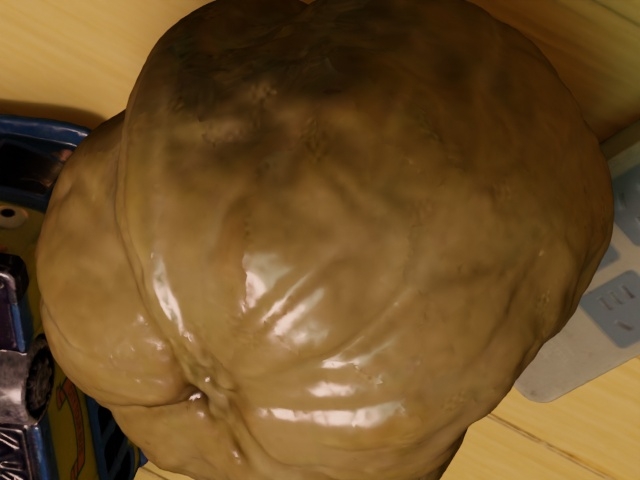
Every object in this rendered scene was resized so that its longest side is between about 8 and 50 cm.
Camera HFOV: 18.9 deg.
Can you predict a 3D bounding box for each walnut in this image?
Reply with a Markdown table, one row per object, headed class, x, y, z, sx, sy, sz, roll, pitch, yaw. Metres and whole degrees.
| class | x | y | z | sx | sy | sz | roll | pitch | yaw |
| --- | --- | --- | --- | --- | --- | --- | --- | --- | --- |
| walnut | -0.002 | 0.001 | 1.001 | 0.253 | 0.277 | 0.282 | 38 | 126 | 1 |

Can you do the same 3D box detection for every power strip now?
| class | x | y | z | sx | sy | sz | roll | pitch | yaw |
| --- | --- | --- | --- | --- | --- | --- | --- | --- | --- |
| power strip | 0.178 | 0.001 | 1.094 | 0.118 | 0.046 | 0.270 | 44 | 128 | -18 |

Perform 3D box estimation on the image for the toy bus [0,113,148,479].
| class | x | y | z | sx | sy | sz | roll | pitch | yaw |
| --- | --- | --- | --- | --- | --- | --- | --- | --- | --- |
| toy bus | -0.204 | 0.079 | 1.192 | 0.138 | 0.175 | 0.288 | 7 | 129 | 13 |
